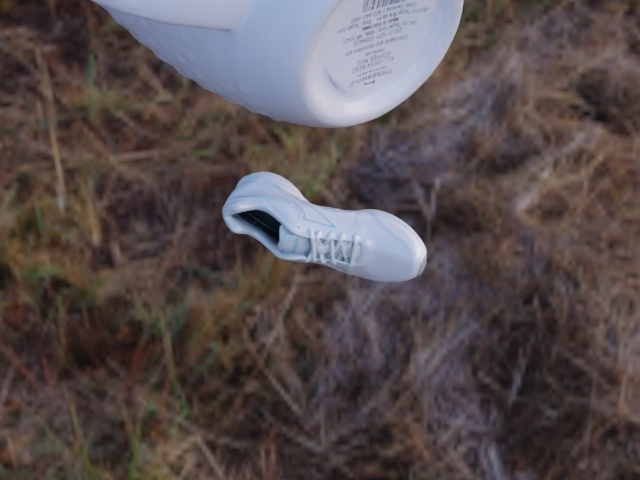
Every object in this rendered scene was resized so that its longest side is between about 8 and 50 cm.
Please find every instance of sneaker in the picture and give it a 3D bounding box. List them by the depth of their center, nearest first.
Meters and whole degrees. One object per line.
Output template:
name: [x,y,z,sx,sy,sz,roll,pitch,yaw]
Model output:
sneaker: [0.000,0.000,1.228,0.152,0.054,0.061,18,25,11]

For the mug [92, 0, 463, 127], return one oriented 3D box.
mug: [-0.081,-0.248,1.417,0.374,0.276,0.328,-9,42,-42]
